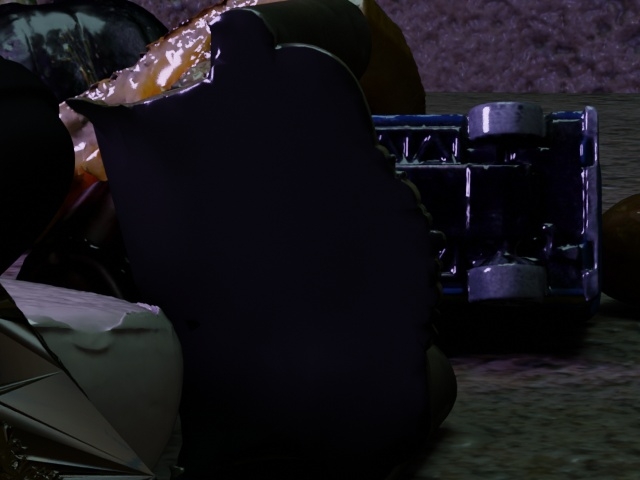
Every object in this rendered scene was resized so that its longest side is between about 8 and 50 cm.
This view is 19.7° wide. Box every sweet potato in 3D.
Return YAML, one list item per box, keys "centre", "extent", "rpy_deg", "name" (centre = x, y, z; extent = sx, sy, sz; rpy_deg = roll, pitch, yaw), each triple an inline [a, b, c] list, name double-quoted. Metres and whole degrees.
- centre: [0.319, 0.016, 1.321]
  extent: [0.291, 0.097, 0.097]
  rpy_deg: [8, 14, 37]
  name: "sweet potato"

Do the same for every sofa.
- centre: [0.000, 0.000, 0.999]
  extent: [0.182, 0.258, 0.200]
  rpy_deg: [-12, 5, 17]
  name: "sofa"

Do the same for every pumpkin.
- centre: [-0.269, -0.137, 1.721]
  extent: [0.295, 0.296, 0.296]
  rpy_deg: [-1, 10, 0]
  name: "pumpkin"

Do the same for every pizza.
- centre: [-0.109, -0.053, 1.520]
  extent: [0.406, 0.130, 0.440]
  rpy_deg: [-17, -20, -3]
  name: "pizza"

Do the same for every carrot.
- centre: [-0.112, 0.082, 0.729]
  extent: [0.229, 0.069, 0.069]
  rpy_deg: [51, 34, 18]
  name: "carrot"

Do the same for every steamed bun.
- centre: [-0.170, 0.083, 0.883]
  extent: [0.177, 0.131, 0.228]
  rpy_deg: [2, 3, -42]
  name: "steamed bun"

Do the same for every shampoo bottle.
- centre: [-0.137, 0.031, 1.198]
  extent: [0.084, 0.129, 0.323]
  rpy_deg: [-12, 11, 1]
  name: "shampoo bottle"

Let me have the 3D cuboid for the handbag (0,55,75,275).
- centre: [-0.274, 0.011, 1.040]
  extent: [0.308, 0.093, 0.254]
  rpy_deg: [-35, -12, -18]
  name: "handbag"

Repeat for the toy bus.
- centre: [0.053, -0.016, 1.294]
  extent: [0.287, 0.138, 0.175]
  rpy_deg: [0, -7, 8]
  name: "toy bus"
